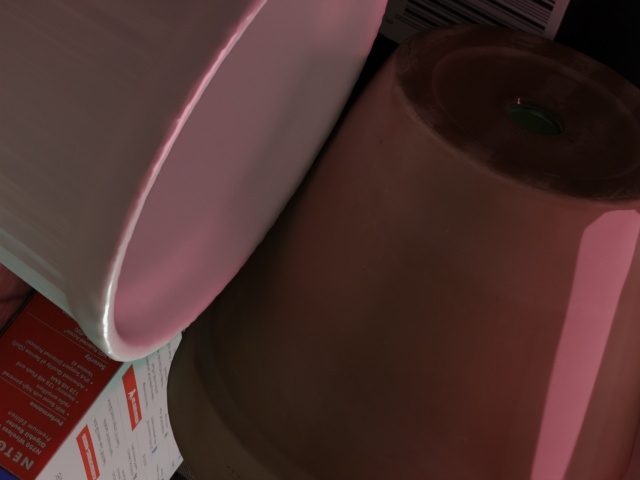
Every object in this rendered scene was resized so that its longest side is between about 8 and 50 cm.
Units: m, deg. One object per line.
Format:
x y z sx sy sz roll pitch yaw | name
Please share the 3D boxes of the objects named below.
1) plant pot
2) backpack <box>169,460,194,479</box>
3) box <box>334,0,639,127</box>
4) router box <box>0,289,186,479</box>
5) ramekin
0.088 0.028 1.098 0.323 0.323 0.280 -44 158 -52 | plant pot
-0.070 0.244 1.699 0.144 0.188 0.166 -55 167 -16 | backpack
0.217 -0.317 1.239 0.472 0.297 0.480 -53 167 -37 | box
-0.140 0.093 1.286 0.301 0.082 0.335 -54 167 -23 | router box
-0.086 -0.086 0.923 0.277 0.135 0.277 -54 168 -18 | ramekin
